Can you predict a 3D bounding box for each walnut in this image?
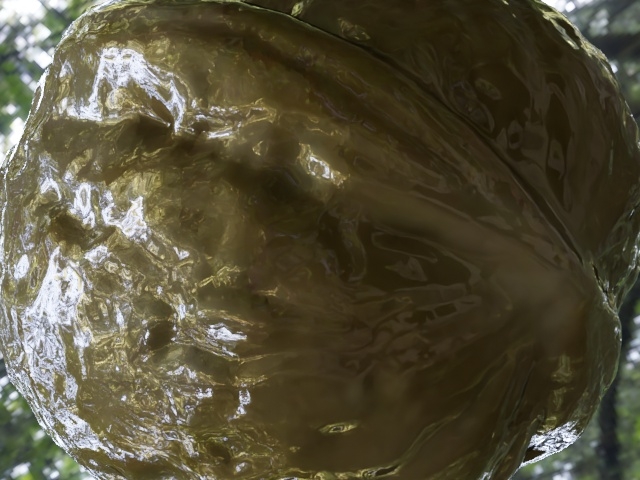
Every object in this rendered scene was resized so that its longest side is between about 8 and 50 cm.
[{"bbox_3d":[0.000,0.000,0.708,0.333,0.333,0.333,21,-126,-31],"label":"walnut"}]
